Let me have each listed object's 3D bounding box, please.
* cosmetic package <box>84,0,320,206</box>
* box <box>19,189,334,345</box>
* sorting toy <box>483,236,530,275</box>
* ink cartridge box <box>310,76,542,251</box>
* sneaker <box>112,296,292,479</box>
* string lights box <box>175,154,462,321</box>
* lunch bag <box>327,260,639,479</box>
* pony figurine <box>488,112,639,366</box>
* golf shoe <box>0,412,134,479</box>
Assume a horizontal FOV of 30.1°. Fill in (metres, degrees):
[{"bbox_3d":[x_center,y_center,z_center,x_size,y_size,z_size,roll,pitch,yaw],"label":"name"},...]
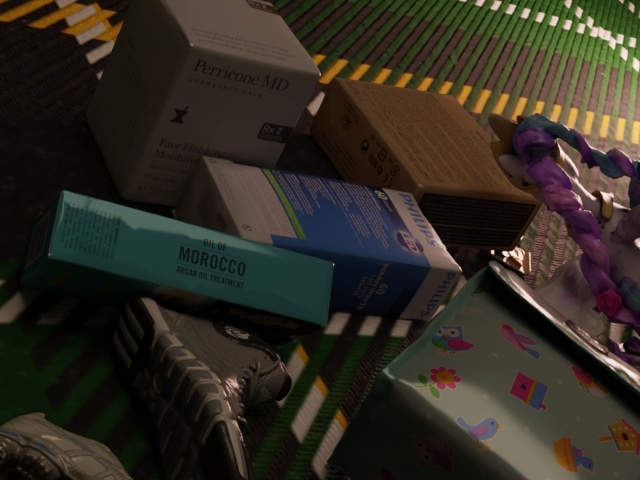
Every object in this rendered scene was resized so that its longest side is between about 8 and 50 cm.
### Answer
[{"bbox_3d":[-0.124,-0.146,1.208,0.151,0.184,0.151,7,35,-34],"label":"cosmetic package"},{"bbox_3d":[-0.120,0.029,1.007,0.244,0.100,0.060,16,69,-23],"label":"box"},{"bbox_3d":[0.230,0.007,1.458,0.062,0.012,0.083,26,29,-5],"label":"sorting toy"},{"bbox_3d":[0.124,-0.092,1.434,0.193,0.088,0.235,5,35,-33],"label":"ink cartridge box"},{"bbox_3d":[-0.065,0.127,0.927,0.132,0.086,0.229,9,34,-37],"label":"sneaker"},{"bbox_3d":[0.000,0.000,1.196,0.259,0.077,0.133,9,35,-32],"label":"string lights box"},{"bbox_3d":[0.175,0.144,1.002,0.223,0.160,0.262,38,44,14],"label":"lunch bag"},{"bbox_3d":[0.326,0.039,1.271,0.363,0.303,0.351,39,22,-29],"label":"pony figurine"},{"bbox_3d":[-0.145,0.169,0.809,0.176,0.069,0.086,32,23,3],"label":"golf shoe"}]
